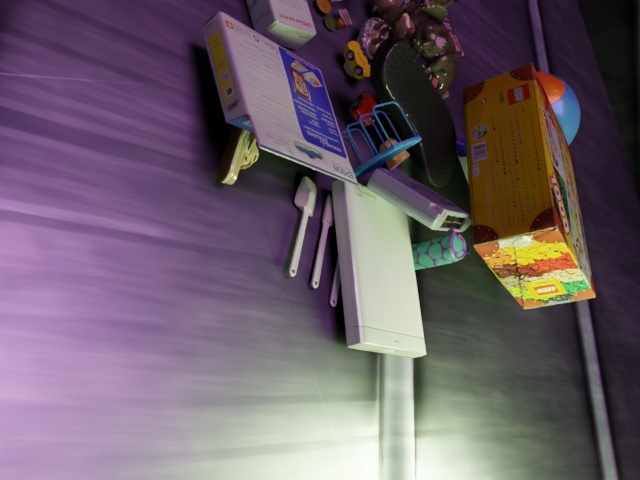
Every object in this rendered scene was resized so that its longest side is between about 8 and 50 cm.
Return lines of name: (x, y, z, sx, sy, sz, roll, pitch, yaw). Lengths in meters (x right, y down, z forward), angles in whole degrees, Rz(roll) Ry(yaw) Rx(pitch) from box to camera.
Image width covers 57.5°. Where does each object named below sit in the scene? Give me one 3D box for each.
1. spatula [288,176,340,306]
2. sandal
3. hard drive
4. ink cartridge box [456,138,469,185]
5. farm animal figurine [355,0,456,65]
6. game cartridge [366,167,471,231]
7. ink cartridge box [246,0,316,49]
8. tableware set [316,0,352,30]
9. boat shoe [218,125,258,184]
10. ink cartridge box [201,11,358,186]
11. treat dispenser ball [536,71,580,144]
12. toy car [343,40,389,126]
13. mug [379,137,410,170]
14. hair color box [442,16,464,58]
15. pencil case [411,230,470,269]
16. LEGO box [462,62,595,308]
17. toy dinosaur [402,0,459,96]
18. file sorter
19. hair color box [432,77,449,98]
spatula: (0.000, 0.000, 1.184, 0.168, 0.019, 0.242, 39, 48, -34)
sandal: (0.228, -0.309, 1.451, 0.167, 0.107, 0.446, -56, 135, -19)
hard drive: (0.126, 0.061, 1.247, 0.233, 0.047, 0.353, 19, 58, -45)
ink cartridge box: (0.519, -0.145, 1.754, 0.176, 0.069, 0.371, -7, 74, -47)
farm animal figurine: (0.233, -0.628, 1.614, 0.330, 0.172, 0.326, 3, 87, -31)
game cartridge: (0.222, -0.091, 1.319, 0.198, 0.062, 0.297, 31, 13, 24)
ink cartridge box: (-0.096, -0.526, 1.295, 0.127, 0.072, 0.175, -3, 74, -47)
tableware set: (0.016, -0.608, 1.491, 0.104, 0.024, 0.154, -28, 93, -45)
boat shoe: (-0.141, -0.166, 1.081, 0.059, 0.063, 0.170, 30, 51, -25)
ink cartridge box: (-0.073, -0.256, 1.144, 0.303, 0.072, 0.307, 14, 55, -51)
treat dispenser ball: (0.663, -0.385, 1.843, 0.288, 0.288, 0.288, 22, 57, -38)
toy car: (0.142, -0.364, 1.476, 0.225, 0.053, 0.239, 13, 63, -42)
mug: (0.179, -0.218, 1.432, 0.062, 0.078, 0.064, -34, 88, -15)
hair color box: (0.410, -0.656, 1.900, 0.072, 0.043, 0.141, -16, 83, -49)
pencil case: (0.263, 0.024, 1.337, 0.064, 0.152, 0.070, 41, 58, -21)
LEGO box: (0.536, -0.131, 1.514, 0.372, 0.193, 0.500, 39, 45, -45)
toy dinosaur: (0.292, -0.467, 1.472, 0.160, 0.121, 0.313, -34, 101, -21)
file sorter: (0.107, -0.215, 1.283, 0.118, 0.170, 0.104, -26, 87, -49)
hair color box: (0.263, -0.414, 1.595, 0.167, 0.093, 0.053, 7, 67, -44)
